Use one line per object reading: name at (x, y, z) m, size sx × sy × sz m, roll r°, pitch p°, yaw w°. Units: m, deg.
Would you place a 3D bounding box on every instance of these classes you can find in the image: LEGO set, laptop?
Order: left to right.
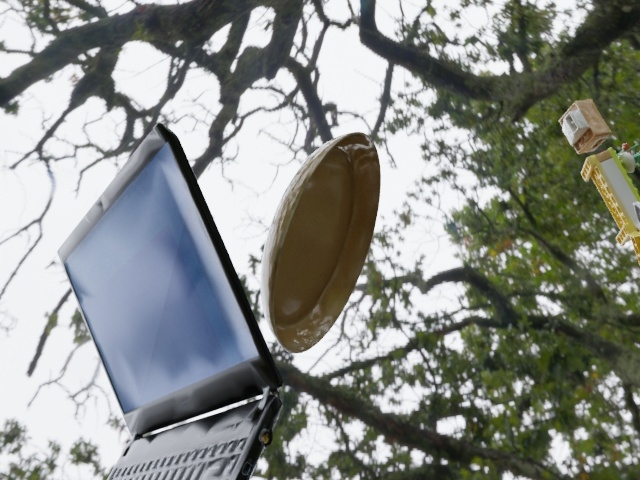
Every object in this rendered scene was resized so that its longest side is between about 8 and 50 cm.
laptop at (-0.139, 0.107, 0.428) m, size 0.137 × 0.264 × 0.234 m, roll 37°, pitch -34°, yaw -16°
LEGO set at (0.348, -0.046, 0.725) m, size 0.107 × 0.287 × 0.132 m, roll -23°, pitch -55°, yaw 4°

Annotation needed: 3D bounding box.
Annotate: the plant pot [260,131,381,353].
plant pot at (0.000, 0.000, 0.764) m, size 0.032 × 0.236 × 0.236 m, roll 19°, pitch -64°, yaw 22°
